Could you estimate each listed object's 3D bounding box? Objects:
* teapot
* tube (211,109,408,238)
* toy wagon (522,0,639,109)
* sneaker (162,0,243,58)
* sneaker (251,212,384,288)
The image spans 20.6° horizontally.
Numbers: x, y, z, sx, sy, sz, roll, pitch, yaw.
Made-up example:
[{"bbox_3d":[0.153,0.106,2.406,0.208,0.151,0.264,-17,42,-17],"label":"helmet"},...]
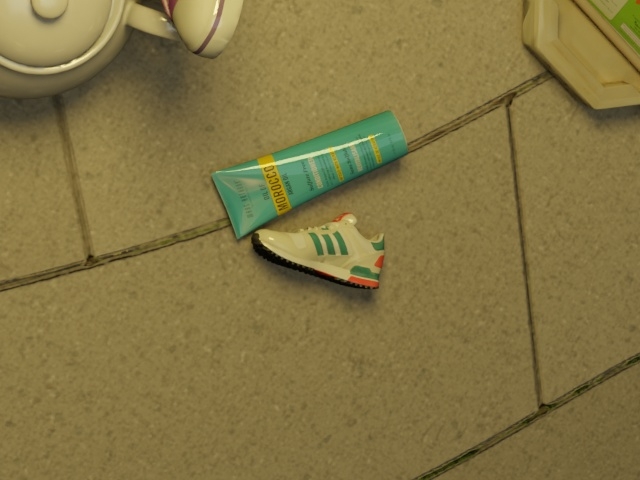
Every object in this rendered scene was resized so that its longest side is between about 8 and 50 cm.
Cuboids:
[{"bbox_3d":[-0.265,-0.238,1.645,0.256,0.187,0.252,-32,117,-11],"label":"teapot"},{"bbox_3d":[-0.009,-0.077,1.887,0.207,0.052,0.080,-24,108,-8],"label":"tube"},{"bbox_3d":[0.380,-0.309,1.956,0.267,0.068,0.344,42,88,-28],"label":"toy wagon"},{"bbox_3d":[-0.163,-0.290,1.588,0.161,0.282,0.102,5,147,-30],"label":"sneaker"},{"bbox_3d":[0.000,0.000,1.916,0.161,0.057,0.075,19,82,-25],"label":"sneaker"}]
